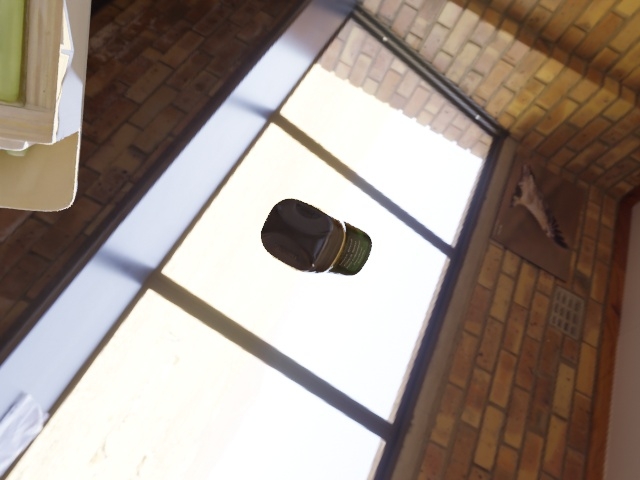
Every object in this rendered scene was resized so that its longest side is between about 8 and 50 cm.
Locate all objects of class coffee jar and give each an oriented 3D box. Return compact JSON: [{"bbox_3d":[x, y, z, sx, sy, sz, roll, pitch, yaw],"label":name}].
[{"bbox_3d":[0.000,0.000,0.637,0.079,0.096,0.184,-63,161,5],"label":"coffee jar"}]

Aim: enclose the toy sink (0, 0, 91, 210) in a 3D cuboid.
[{"bbox_3d":[-0.224,-0.124,0.285,0.131,0.153,0.234,-139,-122,-65],"label":"toy sink"}]
